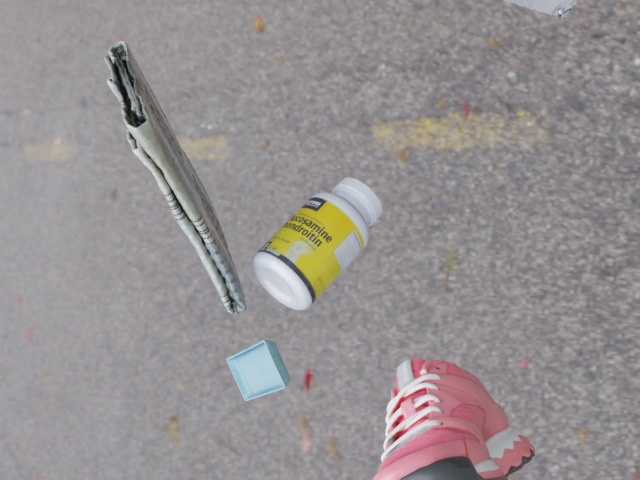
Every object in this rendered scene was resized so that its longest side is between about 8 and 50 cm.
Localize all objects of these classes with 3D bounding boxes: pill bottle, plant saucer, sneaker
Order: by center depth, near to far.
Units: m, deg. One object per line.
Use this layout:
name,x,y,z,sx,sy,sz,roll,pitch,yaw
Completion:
sneaker,0.092,0.173,0.915,0.116,0.314,0.136,-34,76,14
plant saucer,-0.083,0.174,1.391,0.067,0.018,0.192,65,158,4
pill bottle,0.000,0.000,1.414,0.184,0.103,0.103,-47,31,-24

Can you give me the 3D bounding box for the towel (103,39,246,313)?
towel,-0.206,-0.088,1.412,0.056,0.324,0.312,-25,33,-1

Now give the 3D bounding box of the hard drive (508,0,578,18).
hard drive,0.257,-0.384,0.989,0.064,0.237,0.339,51,121,31
